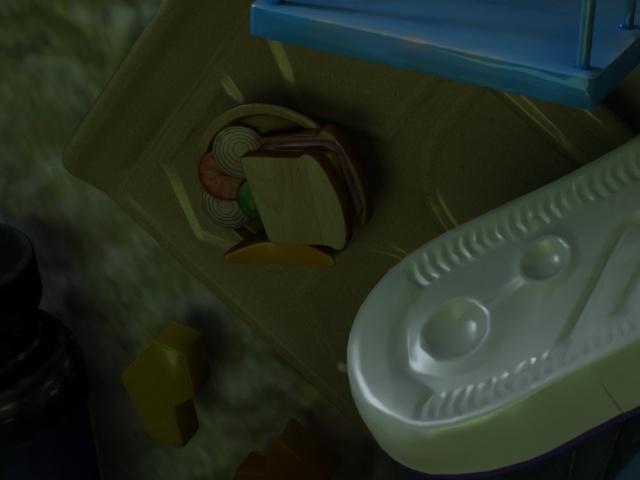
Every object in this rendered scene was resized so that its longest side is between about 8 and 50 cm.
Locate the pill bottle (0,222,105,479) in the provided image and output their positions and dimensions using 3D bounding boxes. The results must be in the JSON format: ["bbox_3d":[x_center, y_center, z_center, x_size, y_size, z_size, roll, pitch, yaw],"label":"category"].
[{"bbox_3d":[-0.171,0.107,0.969,0.123,0.123,0.219,9,121,27],"label":"pill bottle"}]

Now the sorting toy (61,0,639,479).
[{"bbox_3d":[0.000,0.000,0.861,0.229,0.041,0.307,40,131,-1],"label":"sorting toy"}]

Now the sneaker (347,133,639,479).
[{"bbox_3d":[0.189,0.055,0.743,0.323,0.130,0.236,-22,137,13],"label":"sneaker"}]

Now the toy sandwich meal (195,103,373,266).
[{"bbox_3d":[-0.018,-0.018,0.810,0.086,0.029,0.085,14,126,20],"label":"toy sandwich meal"}]

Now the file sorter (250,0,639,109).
[{"bbox_3d":[0.070,-0.130,0.652,0.118,0.170,0.104,15,120,23],"label":"file sorter"}]
